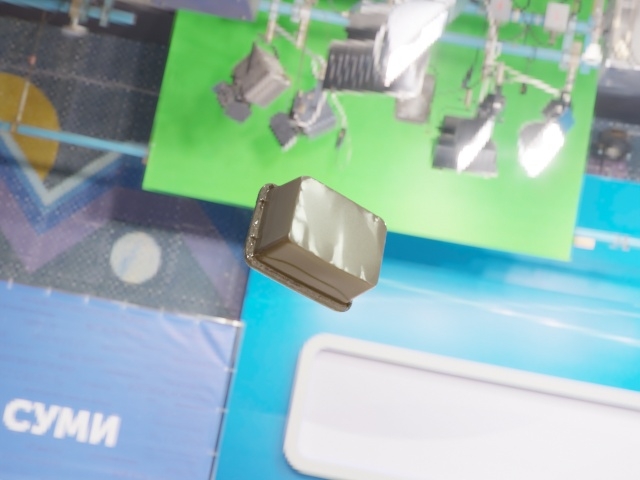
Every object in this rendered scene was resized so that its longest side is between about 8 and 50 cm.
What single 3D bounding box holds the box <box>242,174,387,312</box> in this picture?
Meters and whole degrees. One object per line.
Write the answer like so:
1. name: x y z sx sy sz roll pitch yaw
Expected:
1. box: 0.000 0.000 0.891 0.122 0.089 0.062 29 -34 -26
